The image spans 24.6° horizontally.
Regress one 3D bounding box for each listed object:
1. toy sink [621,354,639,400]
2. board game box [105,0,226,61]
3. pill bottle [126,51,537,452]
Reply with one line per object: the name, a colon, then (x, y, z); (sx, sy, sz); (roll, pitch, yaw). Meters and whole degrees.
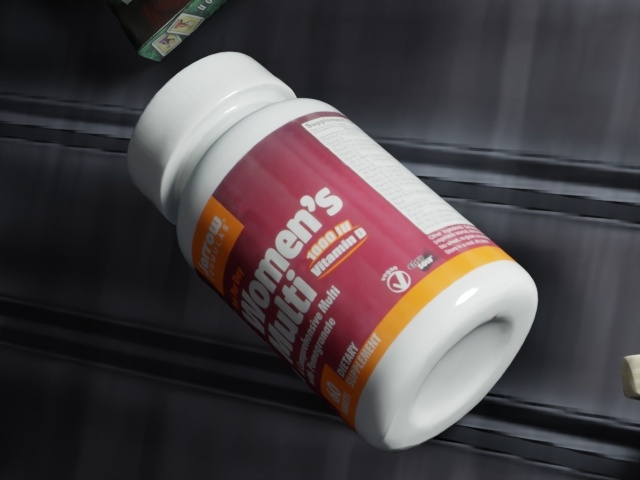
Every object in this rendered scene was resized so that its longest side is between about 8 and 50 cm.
toy sink: (0.217, 0.103, 0.641); (0.131, 0.153, 0.234); (-7, 78, 27)
board game box: (-0.045, -0.244, 0.912); (0.259, 0.030, 0.136); (-39, 64, 16)
pill bottle: (0.000, 0.000, 0.791); (0.221, 0.121, 0.121); (42, 101, 27)
